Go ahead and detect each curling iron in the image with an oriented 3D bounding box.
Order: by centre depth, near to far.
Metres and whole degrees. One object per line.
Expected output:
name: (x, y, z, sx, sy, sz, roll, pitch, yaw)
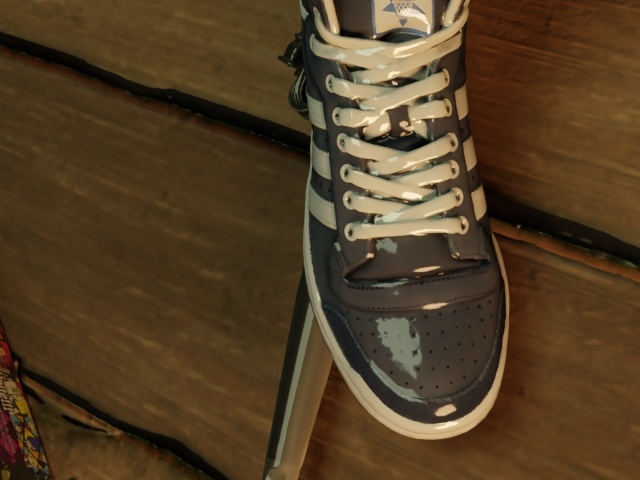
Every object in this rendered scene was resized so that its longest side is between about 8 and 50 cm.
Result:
curling iron: (0.000, 0.000, 0.820, 0.068, 0.035, 0.274, -4, 75, 42)

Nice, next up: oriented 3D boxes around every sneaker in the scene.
sneaker: (0.038, -0.056, 0.715, 0.099, 0.153, 0.282, -5, 70, -3)

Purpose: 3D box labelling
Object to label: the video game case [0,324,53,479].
video game case: (-0.270, 0.071, 0.902, 0.042, 0.210, 0.232, -41, 57, 24)
